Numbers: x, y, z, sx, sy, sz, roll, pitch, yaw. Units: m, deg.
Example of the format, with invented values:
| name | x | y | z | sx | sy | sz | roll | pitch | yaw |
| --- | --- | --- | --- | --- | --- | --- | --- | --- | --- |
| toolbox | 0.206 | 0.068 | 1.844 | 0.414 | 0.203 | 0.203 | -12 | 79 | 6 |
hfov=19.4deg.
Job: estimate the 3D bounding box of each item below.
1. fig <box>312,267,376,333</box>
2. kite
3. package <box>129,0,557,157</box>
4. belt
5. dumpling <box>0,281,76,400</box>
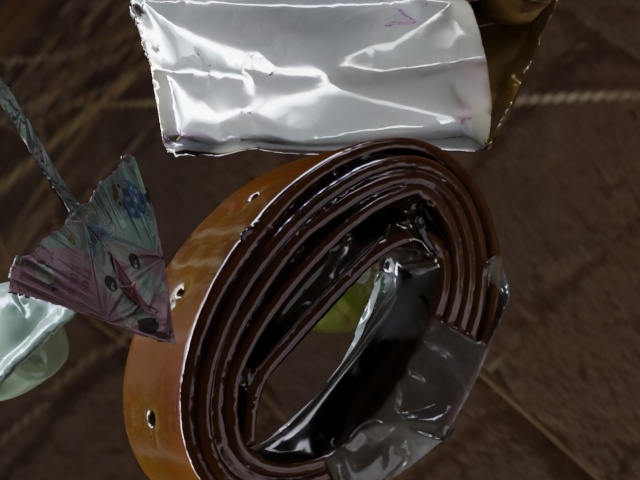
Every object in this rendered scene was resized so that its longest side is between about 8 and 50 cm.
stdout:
| name | x | y | z | sx | sy | sz | roll | pitch | yaw |
| --- | --- | --- | --- | --- | --- | --- | --- | --- | --- |
| fig | 0.000 | 0.000 | 1.840 | 0.151 | 0.259 | 0.151 | -4 | 71 | 10 |
| kite | -0.110 | -0.012 | 0.827 | 0.005 | 0.137 | 0.152 | -31 | 104 | 29 |
| package | 0.011 | -0.197 | 1.533 | 0.311 | 0.165 | 0.221 | 3 | 47 | 28 |
| belt | -0.001 | 0.057 | 1.152 | 0.261 | 0.184 | 0.105 | -46 | 17 | -24 |
| dumpling | -0.317 | 0.119 | 1.921 | 0.219 | 0.108 | 0.152 | -41 | 46 | 6 |
